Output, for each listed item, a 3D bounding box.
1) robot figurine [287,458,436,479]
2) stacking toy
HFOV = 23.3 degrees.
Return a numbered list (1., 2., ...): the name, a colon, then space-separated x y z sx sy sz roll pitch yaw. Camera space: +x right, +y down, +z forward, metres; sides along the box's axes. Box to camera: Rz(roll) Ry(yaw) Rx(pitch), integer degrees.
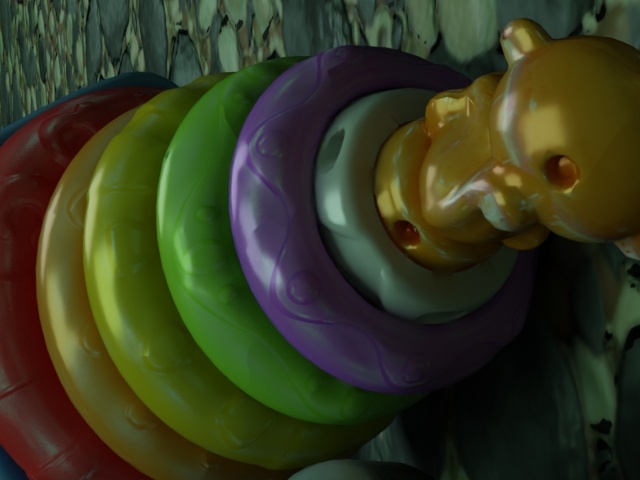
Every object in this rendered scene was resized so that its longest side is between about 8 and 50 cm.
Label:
1. robot figurine: -0.067 0.218 0.410 0.300 0.353 0.200 44 -178 18
2. stacking toy: 0.000 0.000 0.478 0.302 0.166 0.175 -25 98 54
